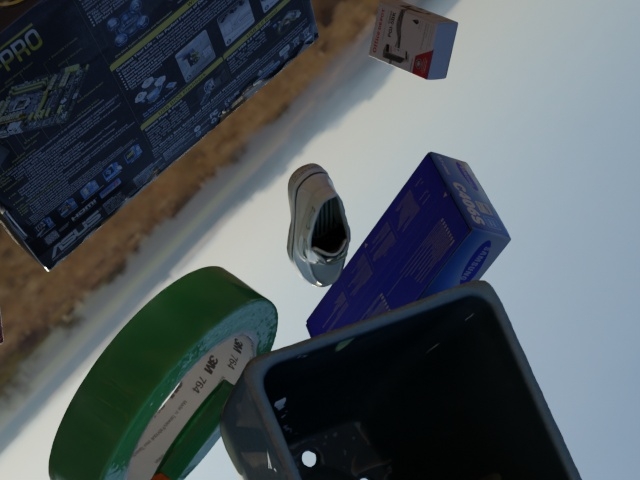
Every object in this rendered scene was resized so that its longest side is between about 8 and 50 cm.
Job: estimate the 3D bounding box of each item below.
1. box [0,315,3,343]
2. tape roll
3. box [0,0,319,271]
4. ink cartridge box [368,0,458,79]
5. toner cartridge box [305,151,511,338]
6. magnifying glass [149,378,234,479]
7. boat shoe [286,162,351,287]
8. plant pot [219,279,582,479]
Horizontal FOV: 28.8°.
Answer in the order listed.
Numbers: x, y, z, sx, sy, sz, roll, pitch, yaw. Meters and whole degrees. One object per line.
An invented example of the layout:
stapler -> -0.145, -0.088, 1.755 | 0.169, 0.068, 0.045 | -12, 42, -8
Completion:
box -> -0.478, 0.080, 1.508 | 0.091, 0.130, 0.170 | -1, -171, 26
tape roll -> -0.176, 0.182, 1.450 | 0.321, 0.077, 0.321 | -49, 161, -23
box -> -0.189, -0.188, 1.196 | 0.395, 0.097, 0.318 | -43, 155, -12
ink cartridge box -> 0.152, -0.333, 2.068 | 0.056, 0.135, 0.099 | -12, 121, -44
toner cartridge box -> 0.113, 0.061, 1.745 | 0.347, 0.075, 0.165 | -55, -141, 30
magnifying glass -> -0.138, 0.210, 1.163 | 0.092, 0.026, 0.231 | -48, -174, 37
boat shoe -> 0.000, 0.000, 1.665 | 0.083, 0.076, 0.226 | -28, 141, -12
plant pot -> 0.048, 0.216, 1.118 | 0.248, 0.247, 0.252 | -18, 166, -26
